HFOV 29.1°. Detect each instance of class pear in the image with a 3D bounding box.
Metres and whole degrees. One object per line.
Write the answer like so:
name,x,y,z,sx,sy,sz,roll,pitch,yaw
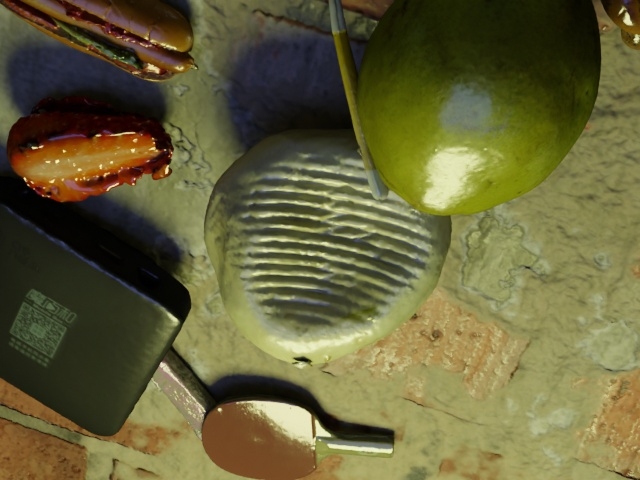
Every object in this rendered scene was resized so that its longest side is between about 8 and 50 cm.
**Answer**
pear,0.144,-0.146,1.120,0.212,0.212,0.269,22,109,-2

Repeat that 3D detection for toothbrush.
toothbrush,0.021,-0.177,1.179,0.024,0.021,0.288,-9,99,34

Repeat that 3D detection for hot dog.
hot dog,0.296,-0.234,1.109,0.090,0.060,0.140,-3,119,22
hot dog,-0.229,-0.229,1.251,0.236,0.062,0.092,25,125,-5

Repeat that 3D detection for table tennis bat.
table tennis bat,-0.030,0.255,1.571,0.247,0.022,0.138,4,123,4

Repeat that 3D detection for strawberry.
strawberry,-0.249,-0.105,1.349,0.188,0.082,0.121,-6,145,8

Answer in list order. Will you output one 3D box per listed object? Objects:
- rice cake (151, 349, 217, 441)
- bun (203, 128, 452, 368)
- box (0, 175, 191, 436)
rice cake,-0.152,0.216,1.586,0.047,0.036,0.206,-17,121,37
bun,0.000,0.000,1.292,0.259,0.160,0.259,1,99,4
box,-0.324,0.086,1.497,0.290,0.073,0.289,32,129,-2
